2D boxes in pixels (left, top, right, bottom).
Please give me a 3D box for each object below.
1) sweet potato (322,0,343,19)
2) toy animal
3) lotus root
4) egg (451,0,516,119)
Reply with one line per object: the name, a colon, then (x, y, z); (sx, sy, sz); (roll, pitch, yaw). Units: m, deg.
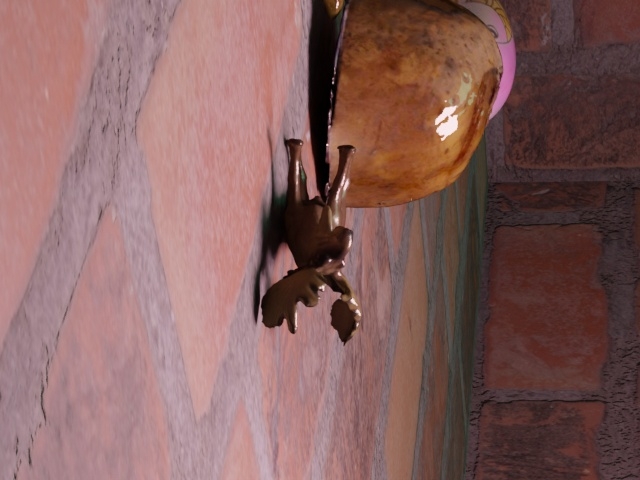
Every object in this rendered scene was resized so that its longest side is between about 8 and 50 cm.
sweet potato: (0.004, -0.311, 1.871); (0.041, 0.038, 0.153); (8, -73, 57)
toy animal: (0.000, 0.000, 1.658); (0.214, 0.094, 0.186); (-75, 172, -86)
lotus root: (0.102, -0.156, 1.978); (0.272, 0.192, 0.272); (-171, -90, -88)
egg: (0.167, -0.264, 2.410); (0.271, 0.196, 0.196); (-108, -174, -46)
